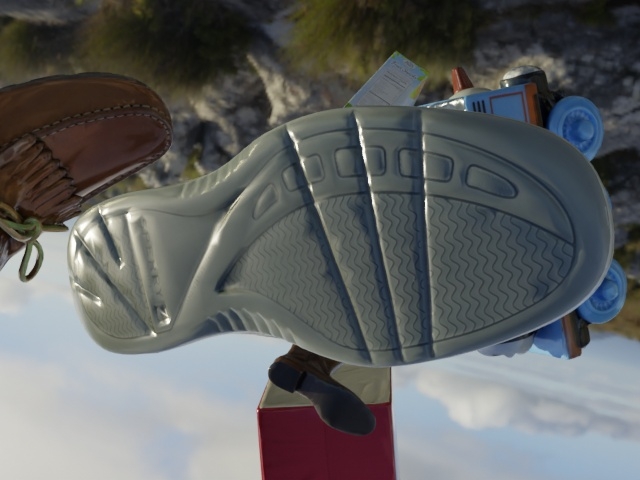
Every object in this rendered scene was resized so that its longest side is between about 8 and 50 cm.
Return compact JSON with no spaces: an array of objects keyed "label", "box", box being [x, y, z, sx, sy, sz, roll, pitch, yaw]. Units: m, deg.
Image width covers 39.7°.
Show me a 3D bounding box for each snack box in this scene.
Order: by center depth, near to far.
[{"label":"snack box","box":[0.067,-0.163,1.358,0.070,0.207,0.174,35,151,7]}]

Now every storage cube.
[{"label":"storage cube","box":[0.019,0.290,1.250,0.183,0.193,0.215,-4,-171,6]}]

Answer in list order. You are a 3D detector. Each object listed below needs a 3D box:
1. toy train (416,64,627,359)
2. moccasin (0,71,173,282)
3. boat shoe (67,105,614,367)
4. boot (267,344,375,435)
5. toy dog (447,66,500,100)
[{"label":"toy train","box":[0.120,-0.012,0.543,0.105,0.184,0.080,-14,-172,-24]},{"label":"moccasin","box":[-0.288,-0.017,0.705,0.147,0.380,0.139,53,157,28]},{"label":"boat shoe","box":[-0.001,0.003,0.462,0.320,0.118,0.103,-12,180,38]},{"label":"boot","box":[0.014,0.119,0.794,0.106,0.037,0.114,34,-163,7]},{"label":"toy dog","box":[0.210,-0.092,1.148,0.220,0.161,0.334,-2,137,-3]}]
